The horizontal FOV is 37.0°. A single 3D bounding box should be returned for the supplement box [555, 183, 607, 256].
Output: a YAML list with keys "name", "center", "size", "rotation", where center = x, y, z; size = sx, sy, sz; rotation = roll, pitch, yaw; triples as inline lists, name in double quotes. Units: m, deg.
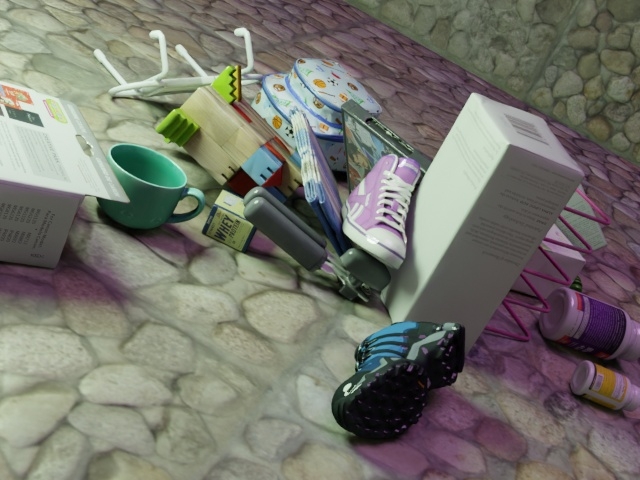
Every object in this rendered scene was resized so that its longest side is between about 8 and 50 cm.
- name: "supplement box"
  center: [0.584, -0.074, 2.280]
  size: [0.220, 0.114, 0.111]
  rotation: [57, 12, -24]

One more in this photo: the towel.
- name: "towel"
  center: [0.004, -0.092, 1.743]
  size: [0.285, 0.034, 0.209]
  rotation: [-103, 169, -47]

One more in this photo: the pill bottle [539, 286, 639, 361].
- name: "pill bottle"
  center: [0.536, 0.170, 1.868]
  size: [0.193, 0.108, 0.108]
  rotation: [20, 25, -15]

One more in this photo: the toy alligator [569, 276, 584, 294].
- name: "toy alligator"
  center: [0.552, 0.091, 2.115]
  size: [0.056, 0.051, 0.190]
  rotation: [26, 24, -4]

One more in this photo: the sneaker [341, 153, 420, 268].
- name: "sneaker"
  center: [0.115, -0.066, 1.643]
  size: [0.102, 0.161, 0.282]
  rotation: [32, 15, -20]

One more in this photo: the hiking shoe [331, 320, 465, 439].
- name: "hiking shoe"
  center: [0.094, 0.198, 1.386]
  size: [0.132, 0.113, 0.304]
  rotation: [7, 16, 35]

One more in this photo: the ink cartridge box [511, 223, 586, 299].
- name: "ink cartridge box"
  center: [0.404, -0.027, 2.113]
  size: [0.207, 0.119, 0.353]
  rotation: [15, 26, -24]

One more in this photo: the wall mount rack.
- name: "wall mount rack"
  center: [-0.307, -0.369, 2.004]
  size: [0.350, 0.130, 0.304]
  rotation: [-11, 5, -36]

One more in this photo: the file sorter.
- name: "file sorter"
  center: [0.369, 0.013, 1.789]
  size: [0.182, 0.291, 0.202]
  rotation: [16, 26, -30]

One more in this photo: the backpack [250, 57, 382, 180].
- name: "backpack"
  center: [-0.018, -0.262, 2.054]
  size: [0.263, 0.213, 0.276]
  rotation: [-13, 48, -42]

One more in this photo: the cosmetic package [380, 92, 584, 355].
- name: "cosmetic package"
  center: [0.252, -0.025, 1.620]
  size: [0.156, 0.385, 0.217]
  rotation: [18, 28, -19]

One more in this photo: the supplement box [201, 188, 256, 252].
- name: "supplement box"
  center: [-0.146, -0.034, 1.619]
  size: [0.083, 0.056, 0.083]
  rotation: [26, 23, -4]

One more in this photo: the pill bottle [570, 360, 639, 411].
- name: "pill bottle"
  center: [0.512, 0.264, 1.707]
  size: [0.116, 0.065, 0.065]
  rotation: [24, 24, -10]

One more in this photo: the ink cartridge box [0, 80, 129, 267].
- name: "ink cartridge box"
  center: [-0.451, -0.106, 1.350]
  size: [0.272, 0.130, 0.309]
  rotation: [11, 29, -37]

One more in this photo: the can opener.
- name: "can opener"
  center: [0.000, 0.000, 1.602]
  size: [0.283, 0.095, 0.076]
  rotation: [40, 20, -23]

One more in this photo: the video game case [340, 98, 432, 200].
- name: "video game case"
  center: [0.137, -0.110, 1.862]
  size: [0.035, 0.275, 0.248]
  rotation: [-35, 57, -19]

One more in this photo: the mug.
- name: "mug"
  center: [-0.278, -0.070, 1.503]
  size: [0.158, 0.097, 0.129]
  rotation: [37, 25, 19]

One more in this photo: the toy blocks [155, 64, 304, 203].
- name: "toy blocks"
  center: [-0.134, -0.162, 1.763]
  size: [0.261, 0.191, 0.381]
  rotation: [45, 11, -4]
